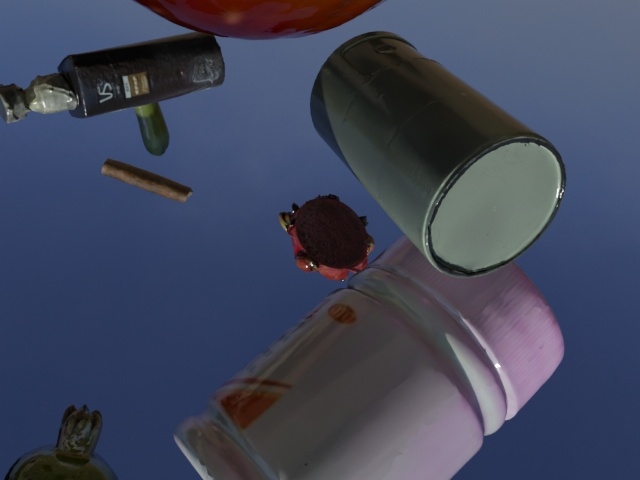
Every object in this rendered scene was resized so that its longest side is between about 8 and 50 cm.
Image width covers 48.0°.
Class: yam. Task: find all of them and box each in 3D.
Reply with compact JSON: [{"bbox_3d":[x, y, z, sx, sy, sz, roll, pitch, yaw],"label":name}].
[{"bbox_3d":[-0.437,-0.149,1.810,0.241,0.056,0.057,18,-149,4],"label":"yam"}]

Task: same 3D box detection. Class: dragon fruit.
[{"bbox_3d":[0.005,0.003,0.925,0.126,0.068,0.112,-16,-102,-33],"label":"dragon fruit"}]

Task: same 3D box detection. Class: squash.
[{"bbox_3d":[-0.311,-0.239,1.281,0.052,0.183,0.052,-13,-161,4],"label":"squash"}]

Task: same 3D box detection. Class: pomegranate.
[{"bbox_3d":[-0.409,0.387,1.153,0.202,0.247,0.202,15,176,1],"label":"pomegranate"}]

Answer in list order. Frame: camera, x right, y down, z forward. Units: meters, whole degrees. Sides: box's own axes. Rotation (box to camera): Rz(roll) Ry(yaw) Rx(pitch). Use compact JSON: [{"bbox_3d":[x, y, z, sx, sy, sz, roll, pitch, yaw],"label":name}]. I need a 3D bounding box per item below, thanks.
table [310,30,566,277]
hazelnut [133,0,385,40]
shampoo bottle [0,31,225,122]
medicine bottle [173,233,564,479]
[{"bbox_3d":[0.088,-0.081,0.613,0.126,0.126,0.220,-7,-144,-25],"label":"table"},{"bbox_3d":[-0.049,-0.349,0.483,0.359,0.359,0.409,-8,-119,-25],"label":"hazelnut"},{"bbox_3d":[-0.191,-0.148,0.659,0.208,0.057,0.063,-21,-158,-31],"label":"shampoo bottle"},{"bbox_3d":[0.047,0.148,0.667,0.316,0.202,0.202,-39,-131,-17],"label":"medicine bottle"}]
